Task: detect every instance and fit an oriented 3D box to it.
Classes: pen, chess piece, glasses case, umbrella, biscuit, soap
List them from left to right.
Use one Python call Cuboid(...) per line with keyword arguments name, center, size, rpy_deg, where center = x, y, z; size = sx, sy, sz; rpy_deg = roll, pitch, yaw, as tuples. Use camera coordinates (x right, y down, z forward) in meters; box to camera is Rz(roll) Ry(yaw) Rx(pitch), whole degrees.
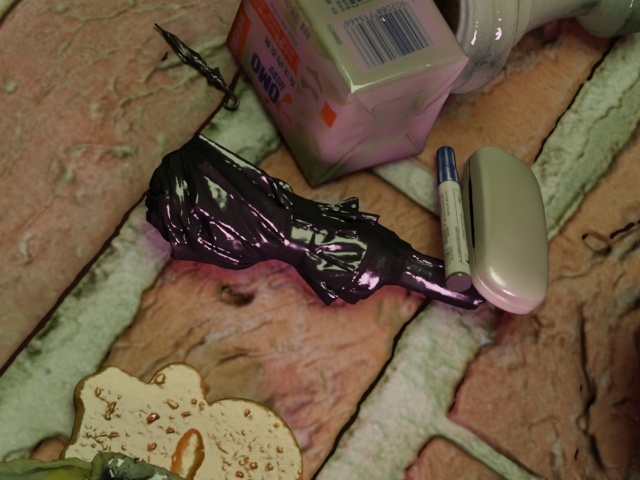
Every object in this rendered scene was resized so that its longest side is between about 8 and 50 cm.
Cuboid(name="biscuit", center=(-0.115, 0.191, 1.746), size=(0.225, 0.036, 0.166), rpy_deg=(13, 66, -9))
Cuboid(name="umbrella", center=(-0.121, -0.176, 1.968), size=(0.022, 0.013, 0.122), rpy_deg=(-40, 78, -8))
Cuboid(name="umbrella", center=(0.000, 0.000, 1.860), size=(0.340, 0.118, 0.118), rpy_deg=(18, 58, -15))
Cuboid(name="soap", center=(0.021, -0.185, 1.911), size=(0.138, 0.182, 0.199), rpy_deg=(-22, 69, -23))
Cuboid(name="pen", center=(0.126, -0.024, 1.904), size=(0.025, 0.025, 0.204), rpy_deg=(10, 38, -9))
Cuboid(name="glasses case", center=(0.178, -0.012, 1.911), size=(0.081, 0.051, 0.204), rpy_deg=(26, 39, -20))
Cuboid(name="chess piece", center=(0.220, -0.258, 2.020), size=(0.299, 0.194, 0.194), rpy_deg=(-10, 64, -30))

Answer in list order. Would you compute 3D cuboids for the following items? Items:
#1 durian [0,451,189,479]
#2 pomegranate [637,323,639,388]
Cuboid(name="durian", center=(-0.206, 0.247, 1.604), size=(0.306, 0.166, 0.172), rpy_deg=(7, 66, -3))
Cuboid(name="pomegranate", center=(0.456, 0.107, 1.807), size=(0.342, 0.342, 0.342), rpy_deg=(7, 60, -12))
